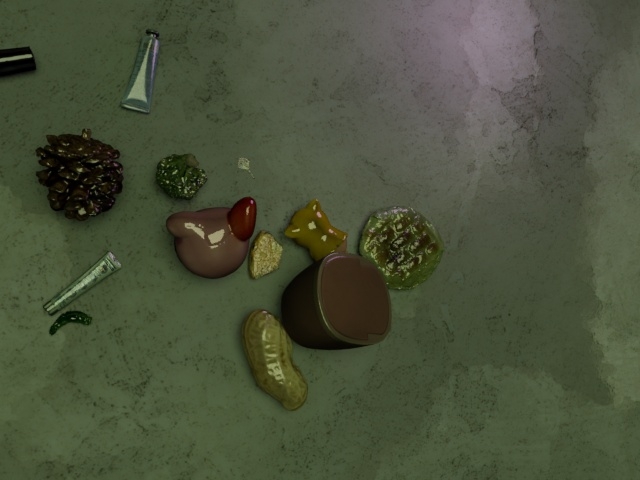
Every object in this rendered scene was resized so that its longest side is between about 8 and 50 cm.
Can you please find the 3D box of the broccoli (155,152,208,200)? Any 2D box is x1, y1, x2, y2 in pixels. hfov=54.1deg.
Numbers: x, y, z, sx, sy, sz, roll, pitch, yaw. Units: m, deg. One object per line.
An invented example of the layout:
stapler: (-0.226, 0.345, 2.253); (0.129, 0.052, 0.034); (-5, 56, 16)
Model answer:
broccoli: (-0.415, -0.197, 1.866); (0.146, 0.138, 0.162); (38, 36, -15)

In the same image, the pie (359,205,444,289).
pie: (0.266, 0.025, 2.077); (0.307, 0.071, 0.306); (2, 83, -16)

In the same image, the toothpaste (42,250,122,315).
toothpaste: (-0.679, 0.125, 1.785); (0.239, 0.039, 0.062); (-41, 100, -20)

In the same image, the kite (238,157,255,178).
kite: (-0.238, -0.228, 1.986); (0.044, 0.002, 0.078); (-14, 87, -18)

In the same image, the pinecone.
pinecone: (-0.655, -0.178, 1.731); (0.244, 0.243, 0.257); (-20, 110, -19)

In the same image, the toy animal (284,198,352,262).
toy animal: (0.003, -0.004, 1.963); (0.230, 0.156, 0.156); (44, 73, -11)

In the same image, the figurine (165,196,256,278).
figurine: (-0.297, 0.002, 1.820); (0.262, 0.270, 0.211); (-13, 93, -10)

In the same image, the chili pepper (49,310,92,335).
chili pepper: (-0.708, 0.225, 1.766); (0.118, 0.035, 0.055); (-14, 71, -22)

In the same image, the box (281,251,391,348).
box: (0.040, 0.196, 1.868); (0.301, 0.216, 0.300); (17, 61, -34)

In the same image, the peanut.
peanut: (-0.136, 0.359, 1.874); (0.153, 0.140, 0.325); (-33, 98, -45)

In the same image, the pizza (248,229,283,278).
pizza: (-0.173, 0.048, 1.954); (0.099, 0.036, 0.159); (13, 80, -15)

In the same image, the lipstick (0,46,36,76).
lipstick: (-1.014, -0.474, 1.738); (0.419, 0.077, 0.077); (-15, 88, -17)

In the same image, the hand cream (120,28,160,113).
hand cream: (-0.538, -0.517, 1.904); (0.088, 0.055, 0.255); (13, 82, -23)
